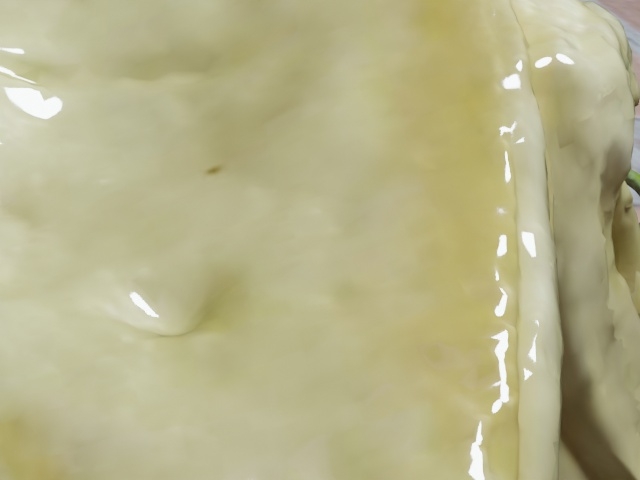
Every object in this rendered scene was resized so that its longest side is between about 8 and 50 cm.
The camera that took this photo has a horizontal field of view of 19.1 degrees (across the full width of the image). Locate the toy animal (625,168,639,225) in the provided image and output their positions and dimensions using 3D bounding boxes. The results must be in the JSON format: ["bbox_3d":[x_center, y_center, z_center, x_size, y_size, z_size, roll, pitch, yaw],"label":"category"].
[{"bbox_3d":[0.130,-0.017,0.761,0.075,0.041,0.217,27,22,-12],"label":"toy animal"}]

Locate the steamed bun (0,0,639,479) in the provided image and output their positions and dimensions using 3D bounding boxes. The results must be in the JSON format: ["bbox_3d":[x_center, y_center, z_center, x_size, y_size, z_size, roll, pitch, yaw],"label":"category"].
[{"bbox_3d":[0.000,0.000,0.531,0.247,0.189,0.428,-17,47,-6],"label":"steamed bun"}]
